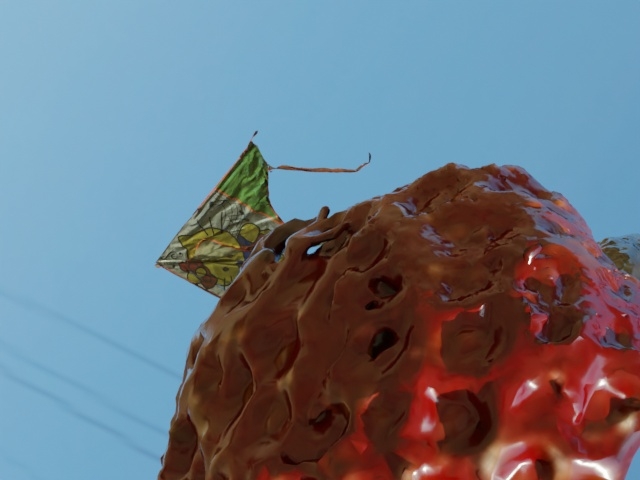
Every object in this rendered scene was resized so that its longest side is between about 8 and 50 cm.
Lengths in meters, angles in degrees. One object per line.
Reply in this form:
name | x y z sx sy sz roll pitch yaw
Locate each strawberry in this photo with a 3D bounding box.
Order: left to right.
strawberry | 0.001 0.065 0.440 0.188 0.082 0.121 -60 -163 -6

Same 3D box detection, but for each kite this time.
kite | 0.000 0.000 1.373 0.006 0.244 0.198 110 -31 -53

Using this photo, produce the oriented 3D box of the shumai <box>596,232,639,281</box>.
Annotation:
shumai | 0.122 0.043 1.079 0.139 0.105 0.123 -82 -163 -49
